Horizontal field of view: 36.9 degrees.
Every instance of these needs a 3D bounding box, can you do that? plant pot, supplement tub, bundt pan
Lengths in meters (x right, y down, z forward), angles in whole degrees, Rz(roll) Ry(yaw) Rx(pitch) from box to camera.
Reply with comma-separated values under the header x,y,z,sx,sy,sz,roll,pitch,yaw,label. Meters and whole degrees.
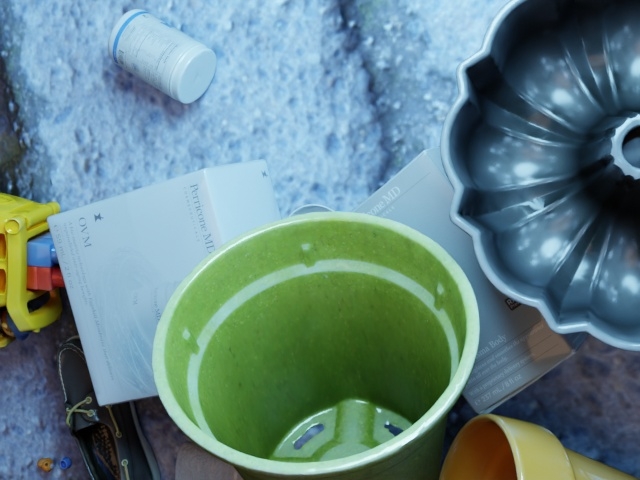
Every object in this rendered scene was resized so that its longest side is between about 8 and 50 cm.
x,y,z,sx,sy,sz,roll,pitch,yaw,label
0.224,0.278,0.888,0.187,0.205,0.205,12,107,-12,plant pot
0.012,0.159,0.888,0.276,0.276,0.254,14,141,23,plant pot
-0.179,-0.208,1.079,0.107,0.071,0.071,32,111,17,supplement tub
0.271,-0.073,0.826,0.330,0.124,0.331,0,88,11,bundt pan

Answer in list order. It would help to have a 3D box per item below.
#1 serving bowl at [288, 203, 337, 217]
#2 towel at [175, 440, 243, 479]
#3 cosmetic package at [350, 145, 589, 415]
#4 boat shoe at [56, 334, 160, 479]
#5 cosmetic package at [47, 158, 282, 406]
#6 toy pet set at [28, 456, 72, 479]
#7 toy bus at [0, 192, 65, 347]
x,y,z,sx,sy,sz,roll,pitch,yaw,label
0.000,0.000,1.051,0.083,0.027,0.083,4,100,25,serving bowl
-0.090,0.388,1.132,0.187,0.049,0.282,3,94,31,towel
0.144,0.032,0.947,0.127,0.107,0.238,-42,83,29,cosmetic package
-0.275,0.227,1.199,0.081,0.068,0.228,-28,86,27,boat shoe
-0.154,0.047,1.074,0.224,0.138,0.224,-15,92,26,cosmetic package
-0.387,0.358,1.277,0.114,0.065,0.122,-7,95,26,toy pet set
-0.385,0.050,1.196,0.211,0.149,0.220,7,104,8,toy bus
